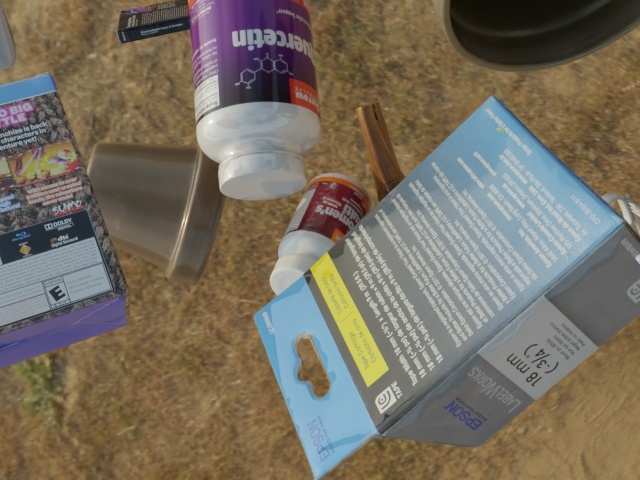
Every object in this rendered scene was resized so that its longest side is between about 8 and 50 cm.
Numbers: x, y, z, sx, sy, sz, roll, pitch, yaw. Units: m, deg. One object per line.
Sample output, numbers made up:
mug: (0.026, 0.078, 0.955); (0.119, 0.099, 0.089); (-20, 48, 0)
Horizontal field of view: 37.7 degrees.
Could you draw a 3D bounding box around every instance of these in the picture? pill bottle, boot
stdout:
pill bottle: (0.000, 0.000, 1.578); (0.121, 0.221, 0.121); (14, 141, 12)
boot: (0.123, -0.089, 1.521); (0.096, 0.264, 0.280); (-13, 103, 13)
pill bottle: (-0.094, -0.230, 1.363); (0.182, 0.181, 0.322); (-15, 72, 29)

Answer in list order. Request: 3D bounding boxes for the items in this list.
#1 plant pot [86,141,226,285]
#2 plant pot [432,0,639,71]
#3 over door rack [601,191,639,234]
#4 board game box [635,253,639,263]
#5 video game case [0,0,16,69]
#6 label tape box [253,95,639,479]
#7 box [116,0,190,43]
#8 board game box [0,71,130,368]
plant pot: (-0.294, -0.072, 1.622); (0.229, 0.263, 0.263); (15, 102, -12)
plant pot: (0.257, -0.414, 1.134); (0.323, 0.323, 0.280); (-33, 56, 26)
over door rack: (0.496, 0.083, 1.232); (0.108, 0.324, 0.239); (-51, 46, 5)
board game box: (0.299, -0.011, 0.508); (0.160, 0.039, 0.211); (44, 81, -2)
video game case: (-0.309, -0.173, 0.362); (0.329, 0.300, 0.036); (90, 161, -50)
label tape box: (0.114, 0.056, 0.875); (0.334, 0.106, 0.240); (-43, 36, 12)
box: (-0.281, -0.398, 1.680); (0.162, 0.116, 0.029); (-10, 122, -2)
board game box: (-0.377, -0.014, 1.088); (0.141, 0.232, 0.291); (116, 134, -67)
